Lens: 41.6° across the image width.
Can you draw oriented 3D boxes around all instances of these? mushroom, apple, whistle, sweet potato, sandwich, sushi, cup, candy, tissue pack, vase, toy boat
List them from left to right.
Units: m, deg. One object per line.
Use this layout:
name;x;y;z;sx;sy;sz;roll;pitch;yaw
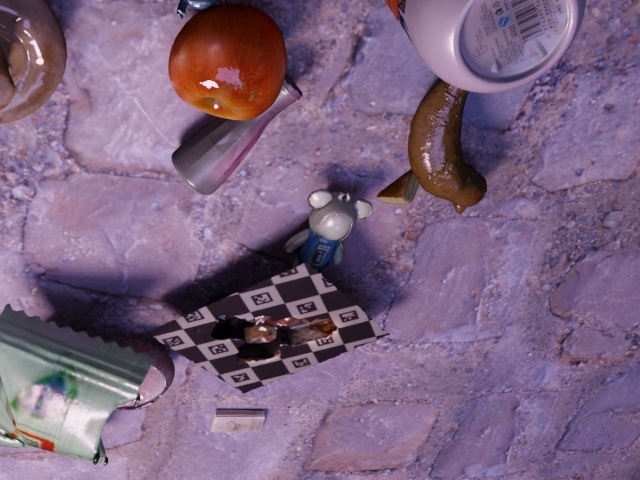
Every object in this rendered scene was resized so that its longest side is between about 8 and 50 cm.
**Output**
mushroom;-0.415;-0.223;1.032;0.207;0.215;0.207;-12;130;-15
candy;-0.466;0.288;1.464;0.262;0.172;0.398;28;141;-6
toy boat;-0.381;0.236;1.551;0.227;0.085;0.155;-2;123;1
apple;-0.122;-0.243;1.136;0.163;0.139;0.163;13;170;2
tissue pack;-0.173;0.378;1.756;0.108;0.023;0.056;4;129;-18
vase;-0.121;-0.167;1.258;0.214;0.086;0.086;-41;129;14
sushi;-0.094;0.143;1.540;0.339;0.069;0.320;-25;141;20
whistle;0.000;0.000;1.442;0.113;0.077;0.236;12;132;-18
sandwich;0.139;-0.081;1.427;0.083;0.044;0.031;-37;134;21
sweet potato;0.203;-0.141;1.357;0.124;0.098;0.310;-31;133;-16
cup;0.183;-0.331;1.032;0.212;0.317;0.212;-8;132;-9

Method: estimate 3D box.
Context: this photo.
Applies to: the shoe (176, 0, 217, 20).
shoe;-0.124;-0.373;1.054;0.091;0.106;0.207;24;115;-33
